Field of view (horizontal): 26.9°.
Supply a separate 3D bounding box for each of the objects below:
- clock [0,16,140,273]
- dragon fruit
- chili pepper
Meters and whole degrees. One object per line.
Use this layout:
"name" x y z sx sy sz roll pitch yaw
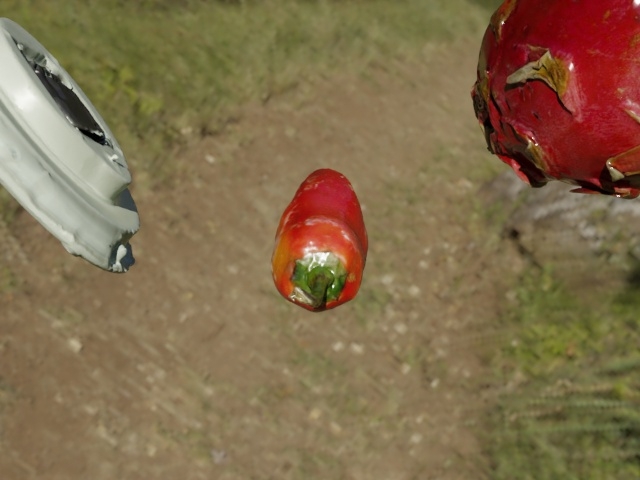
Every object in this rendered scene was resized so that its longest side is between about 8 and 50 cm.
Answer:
"clock" -0.188 -0.083 0.891 0.236 0.053 0.236 51 3 -4
"dragon fruit" 0.136 -0.077 0.436 0.094 0.191 0.094 58 16 -28
"chili pepper" 0.001 0.001 0.718 0.050 0.059 0.191 7 21 0
